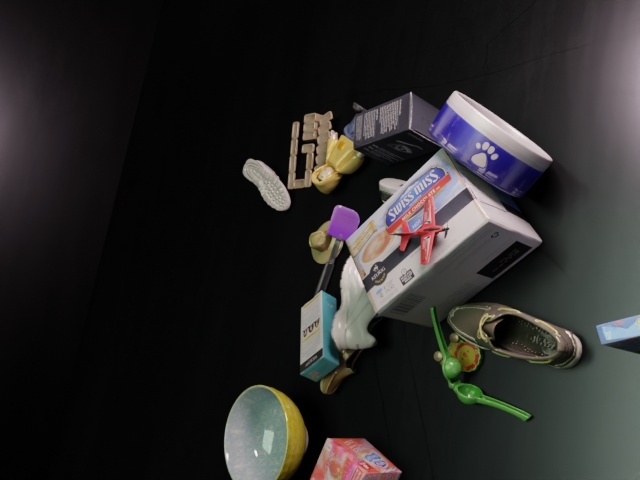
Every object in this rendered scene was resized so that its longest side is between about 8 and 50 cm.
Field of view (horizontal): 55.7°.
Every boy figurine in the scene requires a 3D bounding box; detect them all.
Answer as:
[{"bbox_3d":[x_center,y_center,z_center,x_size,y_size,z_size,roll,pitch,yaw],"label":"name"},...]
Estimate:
[{"bbox_3d":[0.068,-0.276,1.846,0.285,0.092,0.177,-55,46,15],"label":"boy figurine"}]

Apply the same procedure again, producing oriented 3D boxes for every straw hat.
[{"bbox_3d":[0.000,0.000,1.846,0.144,0.061,0.145,-20,62,43],"label":"straw hat"}]

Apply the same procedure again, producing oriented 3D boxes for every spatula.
[{"bbox_3d":[0.037,0.046,1.801,0.030,0.084,0.297,-61,-11,-79],"label":"spatula"}]

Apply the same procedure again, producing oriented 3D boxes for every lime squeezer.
[{"bbox_3d":[0.320,0.297,1.352,0.310,0.058,0.110,51,147,23],"label":"lime squeezer"}]

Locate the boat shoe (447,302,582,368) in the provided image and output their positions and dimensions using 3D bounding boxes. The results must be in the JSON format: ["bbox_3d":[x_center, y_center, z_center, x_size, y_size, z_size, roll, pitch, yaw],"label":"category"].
[{"bbox_3d":[0.396,0.193,1.300,0.305,0.091,0.109,14,85,45],"label":"boat shoe"}]

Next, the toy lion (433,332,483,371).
[{"bbox_3d":[0.328,0.271,1.414,0.100,0.034,0.096,-54,51,21],"label":"toy lion"}]

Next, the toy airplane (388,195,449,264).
[{"bbox_3d":[0.211,-0.015,1.284,0.151,0.028,0.151,-19,62,42],"label":"toy airplane"}]

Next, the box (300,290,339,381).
[{"bbox_3d":[-0.003,0.264,1.699,0.100,0.060,0.244,-43,29,31],"label":"box"}]

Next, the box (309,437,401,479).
[{"bbox_3d":[0.053,0.660,1.493,0.154,0.142,0.300,29,99,48],"label":"box"}]

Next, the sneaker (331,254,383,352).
[{"bbox_3d":[0.114,0.164,1.646,0.129,0.111,0.297,1,64,17],"label":"sneaker"}]

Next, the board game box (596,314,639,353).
[{"bbox_3d":[0.590,0.153,1.020,0.160,0.211,0.039,-26,58,40],"label":"board game box"}]

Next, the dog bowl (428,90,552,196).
[{"bbox_3d":[0.375,-0.215,1.348,0.104,0.264,0.265,-55,44,22],"label":"dog bowl"}]

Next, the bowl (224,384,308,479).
[{"bbox_3d":[-0.128,0.564,1.718,0.289,0.156,0.290,-20,63,44],"label":"bowl"}]

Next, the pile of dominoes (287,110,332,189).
[{"bbox_3d":[-0.025,-0.296,2.015,0.196,0.040,0.251,2,86,48],"label":"pile of dominoes"}]

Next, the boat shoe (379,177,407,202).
[{"bbox_3d":[0.246,-0.107,1.610,0.219,0.077,0.070,27,132,46],"label":"boat shoe"}]

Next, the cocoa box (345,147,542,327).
[{"bbox_3d":[0.274,0.003,1.408,0.347,0.231,0.228,-45,48,29],"label":"cocoa box"}]

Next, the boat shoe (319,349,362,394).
[{"bbox_3d":[0.063,0.345,1.656,0.072,0.068,0.190,30,99,37],"label":"boat shoe"}]

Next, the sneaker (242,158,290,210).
[{"bbox_3d":[-0.167,-0.194,2.089,0.090,0.094,0.235,-47,66,20],"label":"sneaker"}]

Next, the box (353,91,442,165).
[{"bbox_3d":[0.213,-0.296,1.644,0.207,0.153,0.108,-13,67,44],"label":"box"}]
